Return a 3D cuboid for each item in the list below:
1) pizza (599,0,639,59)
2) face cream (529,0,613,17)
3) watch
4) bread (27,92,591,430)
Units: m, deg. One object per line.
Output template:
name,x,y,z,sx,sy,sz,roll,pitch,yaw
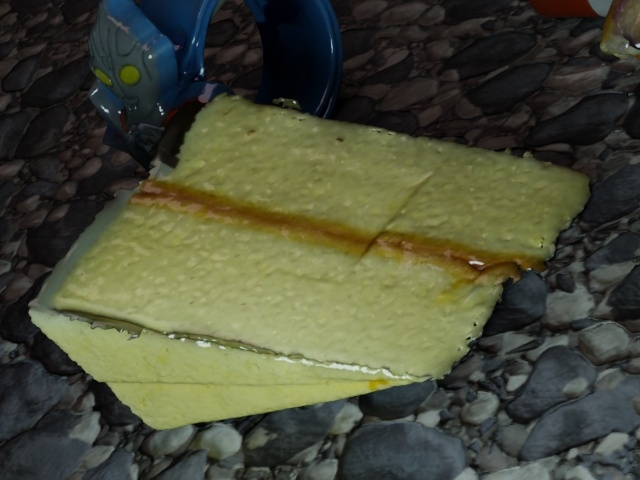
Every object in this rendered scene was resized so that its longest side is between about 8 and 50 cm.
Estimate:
pizza,0.421,-0.270,1.785,0.305,0.161,0.085,-31,4,-6
face cream,0.340,-0.297,1.924,0.214,0.096,0.096,6,45,45
watch,-0.130,-0.223,2.004,0.241,0.305,0.274,7,54,44
bread,0.000,0.000,1.658,0.405,0.242,0.345,-11,38,34
